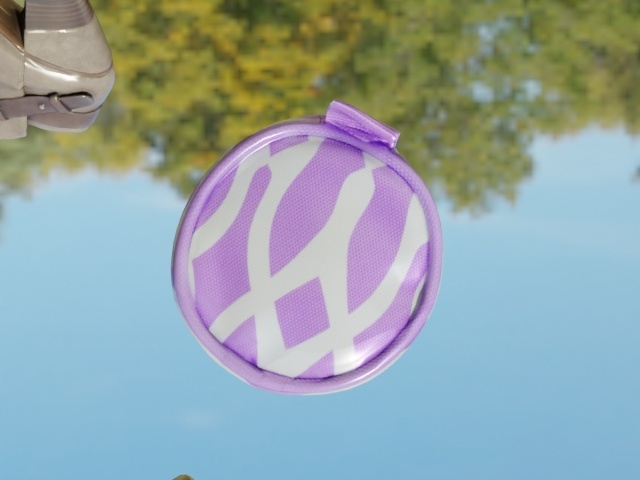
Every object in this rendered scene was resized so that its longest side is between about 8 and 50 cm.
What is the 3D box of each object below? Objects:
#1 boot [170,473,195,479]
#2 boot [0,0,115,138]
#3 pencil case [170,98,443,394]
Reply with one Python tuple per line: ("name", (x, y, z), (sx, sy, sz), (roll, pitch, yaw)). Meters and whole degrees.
("boot", (-0.076, 0.276, 1.259), (0.165, 0.213, 0.077), (27, 168, -12))
("boot", (-0.143, -0.078, 0.793), (0.118, 0.087, 0.042), (10, -129, -1))
("pencil case", (0.000, 0.000, 0.651), (0.086, 0.088, 0.206), (31, -177, -2))
